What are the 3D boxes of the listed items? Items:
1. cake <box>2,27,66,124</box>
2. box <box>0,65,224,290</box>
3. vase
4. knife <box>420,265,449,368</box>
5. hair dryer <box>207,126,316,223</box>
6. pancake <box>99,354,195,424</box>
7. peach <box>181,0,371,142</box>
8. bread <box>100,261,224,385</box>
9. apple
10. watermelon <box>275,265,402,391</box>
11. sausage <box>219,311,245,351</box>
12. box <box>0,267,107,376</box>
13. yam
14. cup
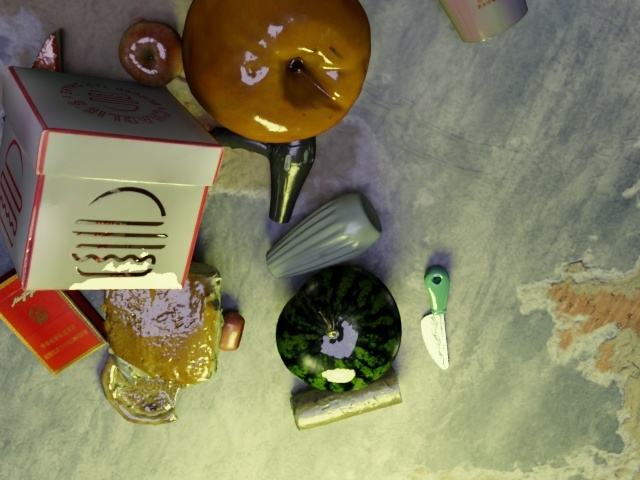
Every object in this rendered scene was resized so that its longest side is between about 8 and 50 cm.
[{"bbox_3d":[-0.548,-0.295,1.583,0.116,0.086,0.220,1,112,-4],"label":"cake"},{"bbox_3d":[-0.399,-0.109,1.492,0.314,0.312,0.300,2,118,-33],"label":"box"},{"bbox_3d":[0.000,0.000,1.700,0.248,0.128,0.128,-28,110,19],"label":"vase"},{"bbox_3d":[0.253,0.177,1.824,0.063,0.035,0.260,-2,115,4],"label":"knife"},{"bbox_3d":[-0.150,-0.166,1.668,0.271,0.091,0.236,17,121,5],"label":"hair dryer"},{"bbox_3d":[-0.385,0.315,1.858,0.212,0.029,0.235,23,107,-9],"label":"pancake"},{"bbox_3d":[-0.082,-0.351,1.463,0.342,0.302,0.343,-12,128,-16],"label":"peach"},{"bbox_3d":[-0.324,0.167,1.689,0.250,0.225,0.279,4,103,-4],"label":"bread"},{"bbox_3d":[-0.315,-0.355,1.558,0.126,0.102,0.126,0,116,1],"label":"apple"},{"bbox_3d":[0.039,0.187,1.707,0.269,0.269,0.269,-1,111,-1],"label":"watermelon"},{"bbox_3d":[-0.199,0.199,1.801,0.054,0.059,0.094,17,115,4],"label":"sausage"},{"bbox_3d":[-0.583,0.157,1.770,0.153,0.074,0.240,-31,110,14],"label":"box"},{"bbox_3d":[0.055,0.356,1.853,0.259,0.093,0.093,-17,111,5],"label":"yam"},{"bbox_3d":[0.255,-0.514,1.481,0.203,0.203,0.288,-28,115,9],"label":"cup"}]
